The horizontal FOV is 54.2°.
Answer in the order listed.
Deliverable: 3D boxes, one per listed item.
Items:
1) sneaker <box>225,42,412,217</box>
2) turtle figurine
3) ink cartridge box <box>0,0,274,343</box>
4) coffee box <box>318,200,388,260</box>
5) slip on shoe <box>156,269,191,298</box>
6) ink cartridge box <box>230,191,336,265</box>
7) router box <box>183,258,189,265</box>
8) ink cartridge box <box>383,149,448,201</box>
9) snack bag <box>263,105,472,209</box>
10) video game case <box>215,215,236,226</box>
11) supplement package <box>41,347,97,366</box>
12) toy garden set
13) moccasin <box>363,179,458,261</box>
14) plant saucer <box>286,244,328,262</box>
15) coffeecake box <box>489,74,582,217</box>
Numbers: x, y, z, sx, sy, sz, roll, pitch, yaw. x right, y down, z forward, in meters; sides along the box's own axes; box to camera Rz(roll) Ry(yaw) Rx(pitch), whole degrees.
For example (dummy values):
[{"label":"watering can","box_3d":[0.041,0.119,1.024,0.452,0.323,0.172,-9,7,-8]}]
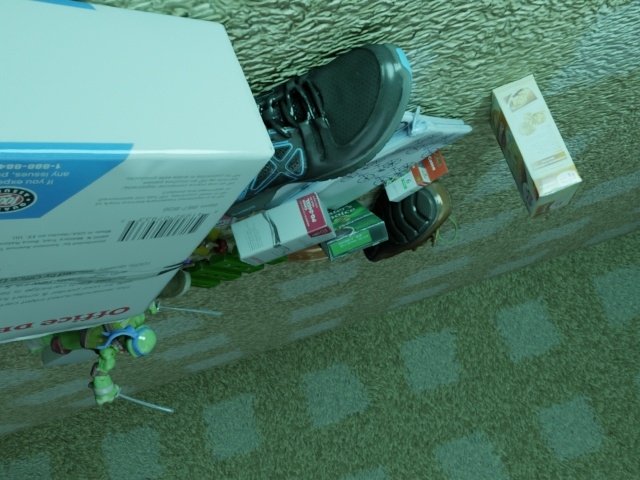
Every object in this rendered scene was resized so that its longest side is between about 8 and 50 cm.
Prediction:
[{"label":"sneaker","box_3d":[-0.048,-0.124,0.747,0.341,0.125,0.139,-30,157,29]},{"label":"turtle figurine","box_3d":[-0.377,0.189,1.140,0.266,0.198,0.274,12,177,25]},{"label":"ink cartridge box","box_3d":[-0.276,-0.042,0.639,0.285,0.166,0.395,-6,156,-38]},{"label":"coffee box","box_3d":[0.042,-0.025,1.162,0.113,0.040,0.184,-20,-159,-7]},{"label":"slip on shoe","box_3d":[-0.304,0.086,1.199,0.135,0.051,0.041,-10,169,37]},{"label":"ink cartridge box","box_3d":[-0.060,-0.016,1.031,0.150,0.063,0.109,-20,169,5]},{"label":"router box","box_3d":[-0.329,0.043,1.088,0.133,0.046,0.179,-6,171,-40]},{"label":"ink cartridge box","box_3d":[0.164,-0.122,1.114,0.115,0.063,0.029,-30,159,35]},{"label":"snack bag","box_3d":[0.037,-0.113,0.979,0.323,0.037,0.342,-27,169,33]},{"label":"video game case","box_3d":[-0.254,-0.046,0.962,0.285,0.025,0.204,-12,164,-21]},{"label":"supplement package","box_3d":[-0.504,0.188,1.331,0.179,0.105,0.105,-27,163,28]},{"label":"toy garden set","box_3d":[-0.221,0.031,1.217,0.244,0.049,0.203,-20,157,37]},{"label":"moccasin","box_3d":[0.191,-0.039,1.293,0.147,0.139,0.380,-17,165,-13]},{"label":"plant saucer","box_3d":[0.000,0.000,1.369,0.200,0.037,0.200,-11,164,-3]},{"label":"coffeecake box","box_3d":[0.339,-0.145,1.003,0.068,0.185,0.142,-21,164,8]}]
